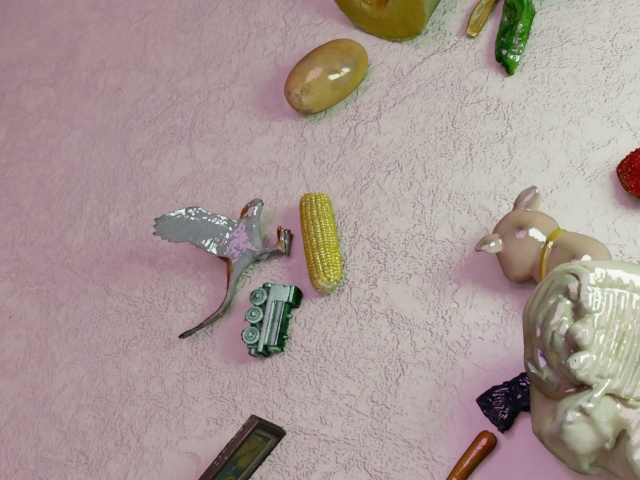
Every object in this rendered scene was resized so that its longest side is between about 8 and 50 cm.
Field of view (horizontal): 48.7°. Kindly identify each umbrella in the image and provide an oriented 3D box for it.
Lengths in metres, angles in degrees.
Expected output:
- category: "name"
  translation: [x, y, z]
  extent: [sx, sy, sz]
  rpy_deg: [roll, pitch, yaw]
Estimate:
- category: "umbrella"
  translation: [0.387, 0.252, 1.272]
  extent: [0.224, 0.071, 0.080]
  rpy_deg: [-40, 83, -3]

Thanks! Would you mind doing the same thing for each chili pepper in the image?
- category: "chili pepper"
  translation: [0.443, -0.498, 1.616]
  extent: [0.100, 0.074, 0.257]
  rpy_deg: [-38, 33, 63]

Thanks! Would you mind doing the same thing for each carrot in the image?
- category: "carrot"
  translation: [0.253, 0.422, 1.273]
  extent: [0.037, 0.037, 0.190]
  rpy_deg: [37, 88, 35]

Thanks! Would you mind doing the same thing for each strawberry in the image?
- category: "strawberry"
  translation: [0.634, -0.126, 1.318]
  extent: [0.148, 0.131, 0.131]
  rpy_deg: [144, 141, -62]

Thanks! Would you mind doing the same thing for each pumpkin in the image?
- category: "pumpkin"
  translation: [0.176, -0.667, 1.706]
  extent: [0.332, 0.332, 0.199]
  rpy_deg: [33, 70, 35]

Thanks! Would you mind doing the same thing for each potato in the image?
- category: "potato"
  translation: [0.015, -0.409, 1.753]
  extent: [0.234, 0.146, 0.150]
  rpy_deg: [-41, 85, 2]

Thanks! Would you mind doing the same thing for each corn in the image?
- category: "corn"
  translation: [0.000, 0.000, 1.579]
  extent: [0.081, 0.081, 0.249]
  rpy_deg: [-19, 59, 17]

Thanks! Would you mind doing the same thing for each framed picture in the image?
- category: "framed picture"
  translation: [-0.154, 0.431, 1.408]
  extent: [0.023, 0.128, 0.168]
  rpy_deg: [37, 85, 35]

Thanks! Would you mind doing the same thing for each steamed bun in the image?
- category: "steamed bun"
  translation: [0.484, 0.220, 1.137]
  extent: [0.351, 0.247, 0.340]
  rpy_deg: [14, 77, 1]

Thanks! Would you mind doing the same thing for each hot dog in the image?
- category: "hot dog"
  translation: [0.386, -0.545, 1.696]
  extent: [0.044, 0.028, 0.137]
  rpy_deg: [26, 80, 7]

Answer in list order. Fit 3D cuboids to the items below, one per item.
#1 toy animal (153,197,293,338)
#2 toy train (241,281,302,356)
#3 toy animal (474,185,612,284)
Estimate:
- category: "toy animal"
  translation: [-0.208, 0.055, 1.631]
  extent: [0.301, 0.225, 0.284]
  rpy_deg: [-14, 79, 7]
- category: "toy train"
  translation: [-0.109, 0.174, 1.555]
  extent: [0.111, 0.071, 0.171]
  rpy_deg: [2, 67, 19]
- category: "toy animal"
  translation: [0.432, 0.037, 1.317]
  extent: [0.248, 0.149, 0.165]
  rpy_deg: [35, 68, 23]
